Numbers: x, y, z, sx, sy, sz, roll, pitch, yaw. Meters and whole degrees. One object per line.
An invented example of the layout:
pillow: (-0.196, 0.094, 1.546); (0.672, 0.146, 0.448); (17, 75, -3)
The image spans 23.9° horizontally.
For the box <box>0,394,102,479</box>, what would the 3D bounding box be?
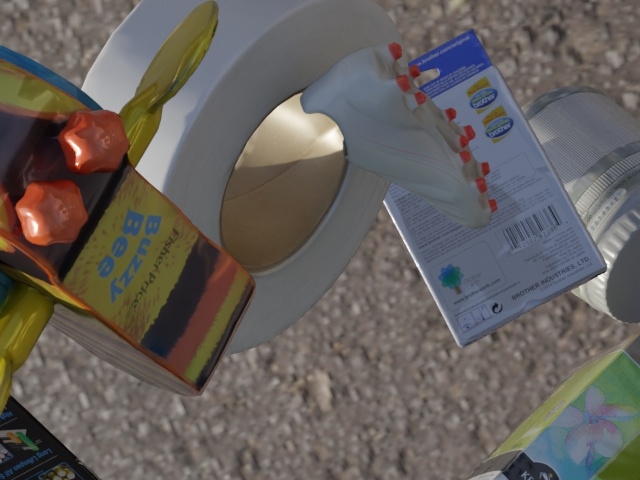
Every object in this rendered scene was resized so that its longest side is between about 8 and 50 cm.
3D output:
box: (-0.201, 0.135, 0.673); (0.175, 0.220, 0.051); (39, 121, 16)

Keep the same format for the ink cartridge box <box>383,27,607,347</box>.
ink cartridge box: (0.166, -0.059, 1.695); (0.185, 0.065, 0.311); (-29, 83, 7)

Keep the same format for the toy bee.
toy bee: (-0.109, -0.006, 0.535); (0.162, 0.298, 0.195); (17, 94, 43)

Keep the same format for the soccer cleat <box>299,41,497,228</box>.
soccer cleat: (0.059, -0.066, 1.047); (0.076, 0.196, 0.068); (-23, 50, 20)

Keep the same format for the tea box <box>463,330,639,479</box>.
tea box: (0.322, 0.309, 1.846); (0.220, 0.323, 0.329); (45, 169, 6)

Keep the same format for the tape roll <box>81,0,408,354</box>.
tape roll: (-0.058, -0.061, 1.109); (0.100, 0.286, 0.286); (29, 119, 29)

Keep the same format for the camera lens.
camera lens: (0.356, -0.052, 1.938); (0.274, 0.219, 0.219); (48, 130, 42)
